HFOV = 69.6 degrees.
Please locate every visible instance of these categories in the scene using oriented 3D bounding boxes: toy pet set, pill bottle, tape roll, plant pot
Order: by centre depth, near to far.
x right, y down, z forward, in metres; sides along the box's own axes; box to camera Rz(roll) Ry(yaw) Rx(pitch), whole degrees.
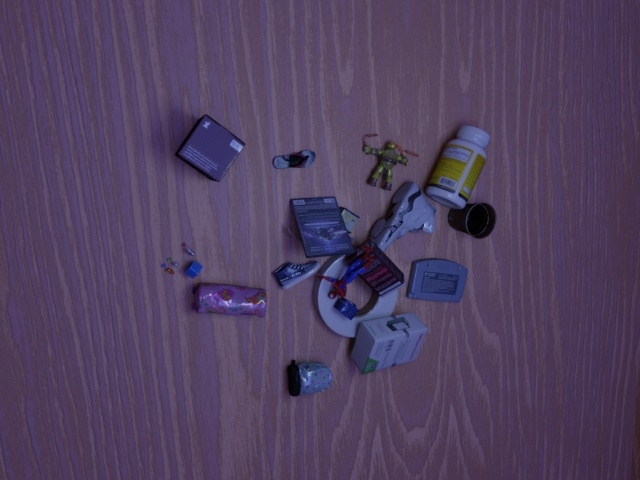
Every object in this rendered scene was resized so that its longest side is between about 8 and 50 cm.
[{"bbox_3d":[-0.511,0.092,1.730,0.114,0.065,0.122,44,83,-22],"label":"toy pet set"},{"bbox_3d":[0.155,0.227,2.008,0.391,0.072,0.393,-4,100,-20],"label":"tape roll"},{"bbox_3d":[0.611,-0.322,2.027,0.187,0.188,0.334,26,90,-23],"label":"pill bottle"},{"bbox_3d":[0.681,-0.101,2.104,0.166,0.165,0.167,-4,101,-20],"label":"plant pot"}]

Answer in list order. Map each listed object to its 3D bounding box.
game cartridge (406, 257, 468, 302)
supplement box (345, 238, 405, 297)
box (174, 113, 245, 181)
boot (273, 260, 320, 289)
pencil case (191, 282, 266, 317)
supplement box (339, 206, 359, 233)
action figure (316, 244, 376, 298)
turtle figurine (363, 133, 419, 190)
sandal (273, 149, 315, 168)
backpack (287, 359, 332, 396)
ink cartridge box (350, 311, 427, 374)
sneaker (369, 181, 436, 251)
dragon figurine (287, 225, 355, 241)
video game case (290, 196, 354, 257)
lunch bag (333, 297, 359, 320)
[{"bbox_3d":[0.551,0.185,2.165,0.296,0.062,0.198,8,92,-22],"label":"game cartridge"},{"bbox_3d":[0.230,0.118,1.911,0.130,0.073,0.239,-33,115,26],"label":"supplement box"},{"bbox_3d":[-0.395,-0.322,1.629,0.168,0.203,0.167,35,86,-22],"label":"box"},{"bbox_3d":[-0.096,0.118,1.892,0.189,0.069,0.086,-33,112,-11],"label":"boot"},{"bbox_3d":[-0.350,0.234,1.791,0.283,0.124,0.124,7,97,-22],"label":"pencil case"},{"bbox_3d":[0.105,-0.085,1.942,0.083,0.056,0.083,30,88,-23],"label":"supplement box"},{"bbox_3d":[0.084,0.133,1.835,0.138,0.092,0.280,17,125,-24],"label":"action figure"},{"bbox_3d":[0.293,-0.325,1.957,0.269,0.087,0.218,14,94,-23],"label":"turtle figurine"},{"bbox_3d":[-0.098,-0.317,1.832,0.179,0.040,0.067,-14,104,-19],"label":"sandal"},{"bbox_3d":[-0.043,0.590,1.971,0.181,0.115,0.152,-2,97,-23],"label":"backpack"},{"bbox_3d":[0.299,0.446,2.020,0.288,0.122,0.211,-5,126,-29],"label":"ink cartridge box"},{"bbox_3d":[0.369,-0.057,1.992,0.210,0.137,0.366,38,75,-21],"label":"sneaker"},{"bbox_3d":[0.000,0.000,1.900,0.288,0.144,0.085,10,98,-3],"label":"dragon figurine"},{"bbox_3d":[0.004,-0.058,1.827,0.195,0.026,0.275,-5,58,-20],"label":"video game case"},{"bbox_3d":[0.114,0.283,1.927,0.098,0.067,0.065,40,84,-23],"label":"lunch bag"}]
